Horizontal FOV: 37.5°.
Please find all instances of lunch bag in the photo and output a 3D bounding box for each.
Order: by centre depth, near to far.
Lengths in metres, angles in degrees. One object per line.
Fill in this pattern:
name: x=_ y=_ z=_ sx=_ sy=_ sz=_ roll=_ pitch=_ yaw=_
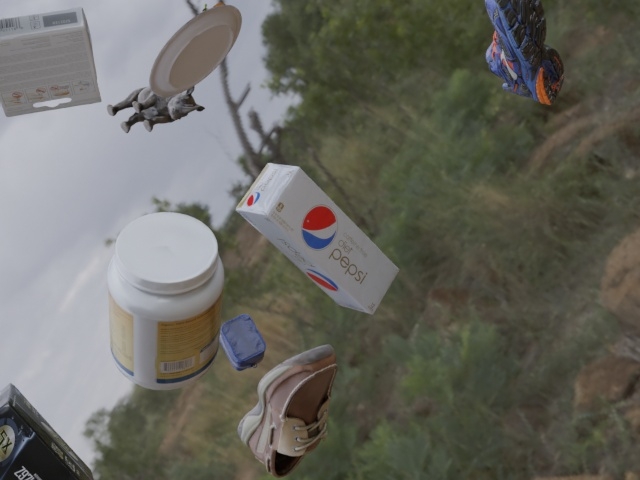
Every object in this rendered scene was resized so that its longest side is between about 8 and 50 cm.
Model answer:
lunch bag: x=-0.146 y=0.199 z=1.794 sx=0.067 sy=0.098 sz=0.065 roll=-22 pitch=-21 yaw=-19

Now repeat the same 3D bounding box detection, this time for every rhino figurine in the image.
rhino figurine: x=-0.306 y=-0.259 z=1.819 sx=0.106 sy=0.073 sz=0.243 roll=-36 pitch=27 yaw=-33

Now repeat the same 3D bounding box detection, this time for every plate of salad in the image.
plate of salad: x=-0.214 y=-0.323 z=1.587 sx=0.200 sy=0.048 sz=0.200 roll=-41 pitch=-12 yaw=-11

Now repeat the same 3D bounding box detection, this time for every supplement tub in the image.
supplement tub: x=-0.196 y=0.078 z=1.195 sx=0.144 sy=0.144 sz=0.199 roll=-63 pitch=-12 yaw=-45

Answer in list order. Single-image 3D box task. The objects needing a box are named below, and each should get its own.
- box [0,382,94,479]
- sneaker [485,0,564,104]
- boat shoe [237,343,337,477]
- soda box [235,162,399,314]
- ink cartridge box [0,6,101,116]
box: x=-0.326 y=0.245 z=1.047 sx=0.077 sy=0.147 sz=0.180 roll=-41 pitch=9 yaw=-14
sneaker: x=0.257 y=-0.257 z=1.265 sx=0.221 sy=0.087 sz=0.083 roll=52 pitch=-126 yaw=-48
boat shoe: x=-0.031 y=0.266 z=1.443 sx=0.123 sy=0.116 sz=0.324 roll=-20 pitch=-25 yaw=-27
soda box: x=0.000 y=0.000 z=1.150 sx=0.069 sy=0.216 sz=0.074 roll=13 pitch=65 yaw=50
ink cartridge box: x=-0.389 y=-0.248 z=1.323 sx=0.179 sy=0.145 sz=0.045 roll=103 pitch=153 yaw=-66
